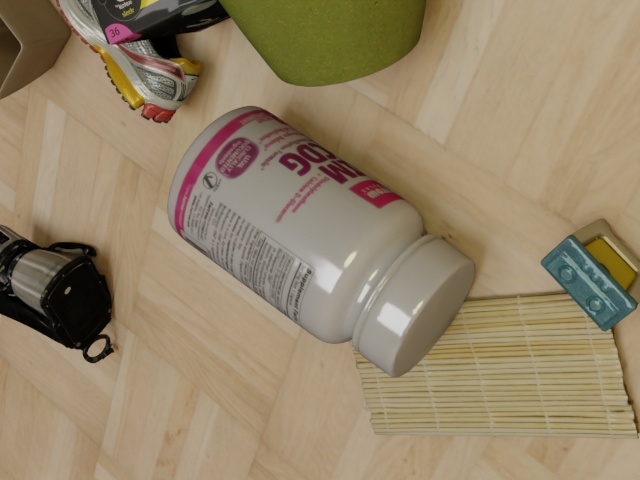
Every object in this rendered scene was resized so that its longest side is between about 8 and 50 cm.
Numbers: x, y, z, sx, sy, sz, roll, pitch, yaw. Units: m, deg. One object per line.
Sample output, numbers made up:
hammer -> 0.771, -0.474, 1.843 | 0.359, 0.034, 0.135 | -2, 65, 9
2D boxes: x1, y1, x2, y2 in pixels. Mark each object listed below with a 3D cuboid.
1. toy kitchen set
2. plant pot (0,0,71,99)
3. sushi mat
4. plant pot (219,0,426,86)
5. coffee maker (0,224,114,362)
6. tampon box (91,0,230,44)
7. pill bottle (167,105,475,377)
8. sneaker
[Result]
toy kitchen set -> 0.294, 0.020, 0.740 | 0.166, 0.122, 0.207 | 49, 131, 10
plant pot -> -0.376, -0.253, 1.166 | 0.109, 0.096, 0.109 | 52, 131, 7
sushi mat -> 0.159, 0.132, 0.966 | 0.316, 0.019, 0.151 | -9, 104, 40
plant pot -> -0.015, -0.289, 0.783 | 0.274, 0.275, 0.294 | 9, 130, 36
coffee maker -> -0.389, 0.077, 1.306 | 0.178, 0.120, 0.171 | 19, 121, 32
tampon box -> -0.132, -0.262, 0.914 | 0.120, 0.161, 0.101 | -17, 99, 30
pill bottle -> 0.000, 0.000, 0.937 | 0.283, 0.160, 0.160 | 35, 127, 21
sneaker -> -0.213, -0.242, 1.065 | 0.092, 0.088, 0.225 | -42, 81, 21
